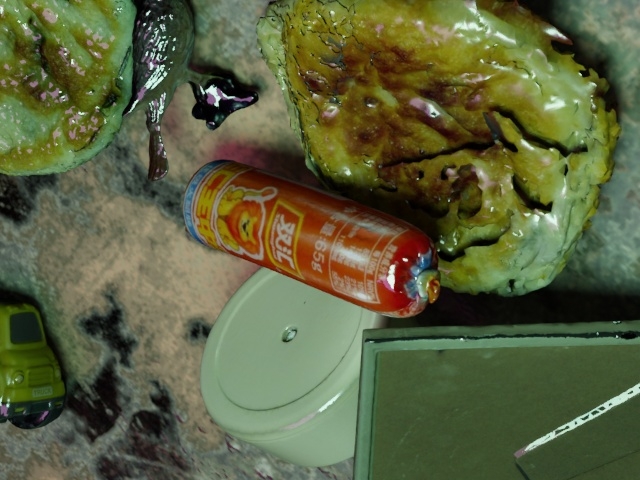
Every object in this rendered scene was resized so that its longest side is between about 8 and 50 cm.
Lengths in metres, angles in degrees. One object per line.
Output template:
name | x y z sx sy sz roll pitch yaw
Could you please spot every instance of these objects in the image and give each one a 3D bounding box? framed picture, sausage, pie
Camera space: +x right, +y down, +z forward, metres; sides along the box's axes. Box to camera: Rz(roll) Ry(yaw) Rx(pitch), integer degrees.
framed picture | 0.190 0.159 1.260 0.335 0.022 0.247 -2 125 -6
sausage | 0.000 0.000 1.259 0.274 0.074 0.074 21 132 48
pie | -0.275 -0.187 1.431 0.302 0.067 0.302 16 126 22
pie | 0.084 -0.077 1.244 0.308 0.085 0.308 23 135 24

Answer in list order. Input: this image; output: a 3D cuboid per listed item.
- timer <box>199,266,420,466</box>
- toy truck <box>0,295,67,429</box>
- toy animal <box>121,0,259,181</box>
timer | 0.049 0.142 1.360 0.175 0.175 0.266 -9 141 37
toy truck | -0.353 0.098 1.634 0.224 0.147 0.165 7 95 31
toy animal | -0.121 -0.156 1.340 0.070 0.105 0.202 29 137 61
